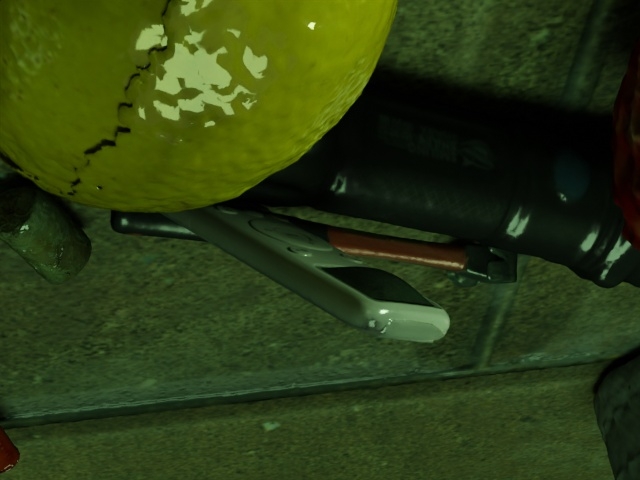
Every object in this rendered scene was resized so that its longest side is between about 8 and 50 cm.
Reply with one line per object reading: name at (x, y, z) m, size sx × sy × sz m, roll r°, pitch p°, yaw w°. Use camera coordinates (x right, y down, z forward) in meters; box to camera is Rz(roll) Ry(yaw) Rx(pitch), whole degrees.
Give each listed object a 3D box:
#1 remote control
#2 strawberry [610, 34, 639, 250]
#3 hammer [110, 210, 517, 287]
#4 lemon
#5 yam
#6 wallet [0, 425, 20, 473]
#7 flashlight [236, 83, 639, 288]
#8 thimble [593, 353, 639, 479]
remote control at (-0.030, -0.003, 0.994) m, size 0.067 × 0.261 × 0.029 m, roll 8°, pitch 105°, yaw -42°
strawberry at (0.247, -0.101, 0.974) m, size 0.253 × 0.150 × 0.280 m, roll -47°, pitch 136°, yaw 18°
hammer at (0.000, -0.001, 1.155) m, size 0.288 × 0.033 × 0.111 m, roll 8°, pitch 175°, yaw -20°
lemon at (-0.068, -0.117, 0.787) m, size 0.204 × 0.204 × 0.260 m, roll 12°, pitch 152°, yaw -34°
yam at (-0.176, -0.004, 1.107) m, size 0.043 × 0.043 × 0.094 m, roll -16°, pitch 150°, yaw 11°
wallet at (-0.319, 0.130, 1.299) m, size 0.142 × 0.045 × 0.204 m, roll -9°, pitch 150°, yaw 3°
flashlight at (0.099, -0.041, 1.080) m, size 0.424 × 0.103 × 0.103 m, roll 12°, pitch 144°, yaw -32°
thimble at (0.367, 0.174, 1.479) m, size 0.246 × 0.157 × 0.217 m, roll -8°, pitch 152°, yaw -4°
